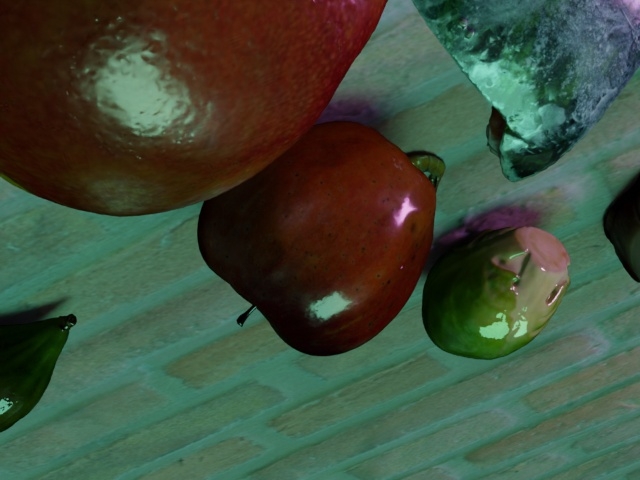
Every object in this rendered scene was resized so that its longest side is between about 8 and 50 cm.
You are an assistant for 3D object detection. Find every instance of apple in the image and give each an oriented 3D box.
[{"bbox_3d":[0.000,0.001,1.475,0.234,0.234,0.234,-13,152,-7],"label":"apple"}]

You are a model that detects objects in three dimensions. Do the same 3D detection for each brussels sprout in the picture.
[{"bbox_3d":[0.201,0.063,1.752,0.161,0.144,0.181,-14,158,-40],"label":"brussels sprout"}]

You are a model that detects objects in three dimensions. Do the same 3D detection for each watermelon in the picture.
[{"bbox_3d":[0.116,-0.223,1.154,0.289,0.320,0.213,20,176,-23],"label":"watermelon"}]

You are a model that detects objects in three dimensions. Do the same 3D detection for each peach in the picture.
[{"bbox_3d":[-0.111,-0.176,0.995,0.332,0.308,0.308,-15,152,-9],"label":"peach"}]

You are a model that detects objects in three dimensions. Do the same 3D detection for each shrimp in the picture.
[{"bbox_3d":[0.089,-0.054,1.613,0.083,0.023,0.114,6,141,-41],"label":"shrimp"}]

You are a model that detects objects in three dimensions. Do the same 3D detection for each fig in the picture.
[{"bbox_3d":[-0.337,0.139,1.653,0.177,0.117,0.117,-31,152,-4],"label":"fig"}]

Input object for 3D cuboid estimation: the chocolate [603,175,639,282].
[{"bbox_3d":[0.489,0.012,1.772,0.283,0.186,0.283,-13,152,-7],"label":"chocolate"}]
